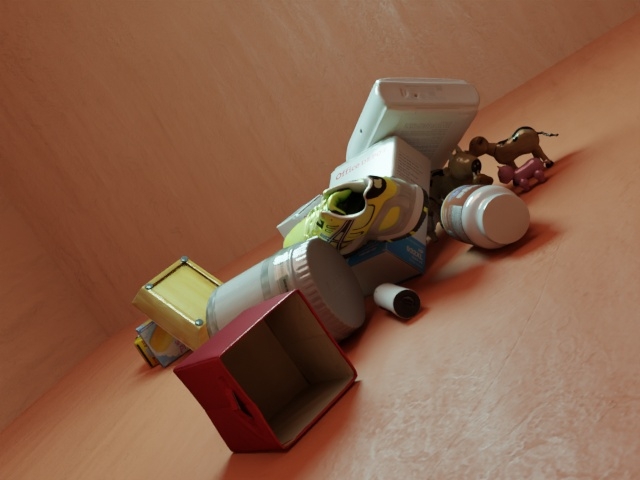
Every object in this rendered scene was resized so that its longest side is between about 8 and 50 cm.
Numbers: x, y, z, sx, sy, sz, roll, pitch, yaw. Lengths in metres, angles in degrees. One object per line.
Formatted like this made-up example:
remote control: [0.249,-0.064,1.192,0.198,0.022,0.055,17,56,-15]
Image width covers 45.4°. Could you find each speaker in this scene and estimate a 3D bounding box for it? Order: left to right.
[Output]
speaker: [0.144,0.112,1.448,0.055,0.055,0.136,-35,8,-9]

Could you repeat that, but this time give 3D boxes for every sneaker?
sneaker: [0.041,-0.054,1.578,0.384,0.147,0.145,-25,48,44]

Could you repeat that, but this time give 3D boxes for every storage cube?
storage cube: [-0.093,0.221,1.276,0.215,0.184,0.193,-40,9,-35]

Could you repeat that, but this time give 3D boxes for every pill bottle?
pill bottle: [0.318,-0.047,1.475,0.121,0.121,0.216,-34,8,-4]

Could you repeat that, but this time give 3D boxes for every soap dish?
soap dish: [-0.400,0.190,2.363,0.229,0.290,0.118,-40,-28,-39]

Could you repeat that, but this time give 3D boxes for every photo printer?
photo printer: [0.207,-0.251,1.825,0.255,0.107,0.308,-3,-30,-17]

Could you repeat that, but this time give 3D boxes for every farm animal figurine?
farm animal figurine: [0.348,-0.149,1.784,0.330,0.172,0.326,-40,10,-39]

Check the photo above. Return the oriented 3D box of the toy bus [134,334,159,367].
toy bus: [-0.557,0.335,2.725,0.130,0.108,0.333,-32,8,11]

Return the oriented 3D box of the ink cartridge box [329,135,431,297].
ink cartridge box: [0.122,-0.048,1.723,0.223,0.129,0.308,-27,44,43]

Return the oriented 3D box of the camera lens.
camera lens: [-0.075,0.143,1.540,0.274,0.219,0.219,-30,9,24]

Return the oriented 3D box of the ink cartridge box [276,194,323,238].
ink cartridge box: [0.000,0.000,2.134,0.093,0.212,0.154,-28,10,37]

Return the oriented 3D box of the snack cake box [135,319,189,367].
snack cake box: [-0.450,0.275,2.505,0.264,0.152,0.089,-37,8,-18]
